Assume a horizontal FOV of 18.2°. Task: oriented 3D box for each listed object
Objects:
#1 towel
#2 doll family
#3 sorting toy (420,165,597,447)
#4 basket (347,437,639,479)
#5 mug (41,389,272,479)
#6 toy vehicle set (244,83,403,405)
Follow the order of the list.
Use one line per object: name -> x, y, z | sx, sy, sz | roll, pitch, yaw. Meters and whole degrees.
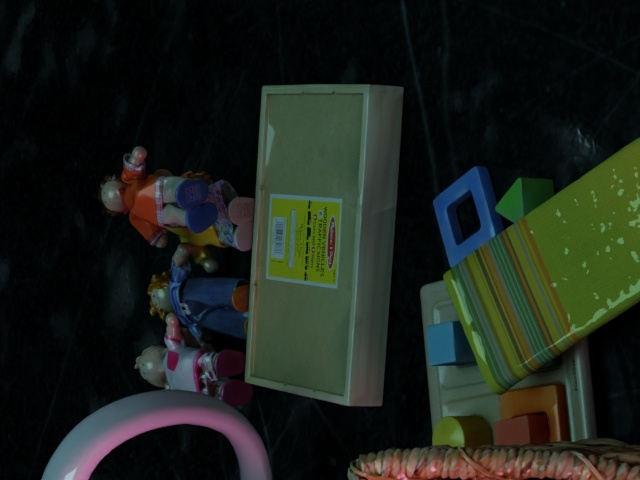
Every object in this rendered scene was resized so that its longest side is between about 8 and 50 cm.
towel -> 0.188, 0.012, 1.400 | 0.237, 0.021, 0.102 | -37, 63, 35
doll family -> -0.114, 0.030, 1.829 | 0.163, 0.118, 0.263 | 8, 113, 50
sorting toy -> 0.130, 0.110, 1.494 | 0.196, 0.047, 0.347 | -18, 73, 54
basket -> 0.159, 0.280, 1.265 | 0.213, 0.223, 0.299 | 0, 87, 47
mug -> -0.154, 0.302, 1.656 | 0.276, 0.328, 0.374 | 30, 112, 53
toy vehicle set -> 0.000, 0.000, 1.702 | 0.166, 0.035, 0.267 | 8, 95, 56
